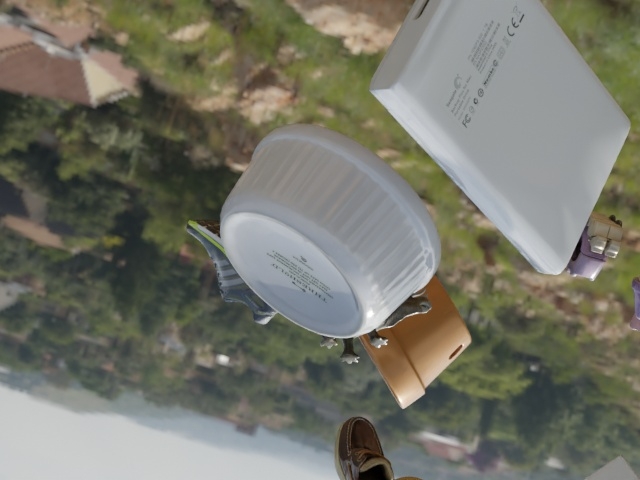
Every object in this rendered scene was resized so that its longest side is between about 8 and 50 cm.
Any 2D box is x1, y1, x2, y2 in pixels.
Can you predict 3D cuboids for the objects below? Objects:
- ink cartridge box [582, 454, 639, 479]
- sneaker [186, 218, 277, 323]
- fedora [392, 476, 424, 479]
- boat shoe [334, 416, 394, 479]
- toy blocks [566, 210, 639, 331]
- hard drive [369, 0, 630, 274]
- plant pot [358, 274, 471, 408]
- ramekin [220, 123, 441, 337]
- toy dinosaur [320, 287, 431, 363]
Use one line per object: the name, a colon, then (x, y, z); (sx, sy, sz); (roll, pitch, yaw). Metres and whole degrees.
ink cartridge box: (0.330, 0.384, 1.484); (0.093, 0.212, 0.154); (57, 179, 23)
sneaker: (-0.186, 0.059, 2.395); (0.300, 0.121, 0.111); (42, -158, 28)
fedora: (0.146, 0.440, 1.850); (0.194, 0.194, 0.079); (15, 125, 8)
boat shoe: (0.112, 0.501, 2.426); (0.123, 0.342, 0.123); (18, 129, -19)
toy blocks: (0.503, 0.137, 1.645); (0.309, 0.260, 0.288); (14, -165, -6)
hard drive: (0.191, -0.134, 1.143); (0.040, 0.203, 0.307); (6, 151, 49)
plant pot: (0.185, 0.182, 2.437); (0.291, 0.203, 0.291); (59, 178, 4)
ramekin: (0.000, 0.000, 1.374); (0.273, 0.127, 0.273); (29, 149, 19)
toy dinosaur: (0.039, 0.110, 2.013); (0.313, 0.160, 0.121); (21, 136, -20)
